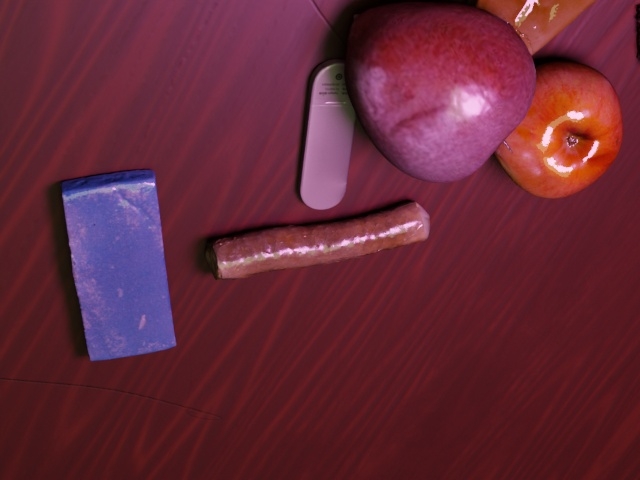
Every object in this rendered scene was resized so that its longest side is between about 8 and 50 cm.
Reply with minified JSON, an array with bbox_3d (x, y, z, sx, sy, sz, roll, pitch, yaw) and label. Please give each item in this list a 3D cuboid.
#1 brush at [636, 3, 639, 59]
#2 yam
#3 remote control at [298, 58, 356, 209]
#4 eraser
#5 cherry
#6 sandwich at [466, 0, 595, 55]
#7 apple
[{"bbox_3d":[0.516,-0.258,2.095,0.036,0.043,0.248,-11,123,0],"label":"brush"},{"bbox_3d":[0.000,0.000,2.090,0.357,0.081,0.081,-12,122,-9],"label":"yam"},{"bbox_3d":[0.013,-0.158,2.032,0.077,0.022,0.245,-2,119,-16],"label":"remote control"},{"bbox_3d":[-0.306,0.043,2.052,0.144,0.042,0.311,-8,121,-9],"label":"eraser"},{"bbox_3d":[0.166,-0.221,1.920,0.307,0.221,0.261,38,118,-8],"label":"cherry"},{"bbox_3d":[0.290,-0.398,1.940,0.212,0.063,0.245,-41,120,12],"label":"sandwich"},{"bbox_3d":[0.357,-0.167,2.032,0.209,0.164,0.209,-6,118,-11],"label":"apple"}]
